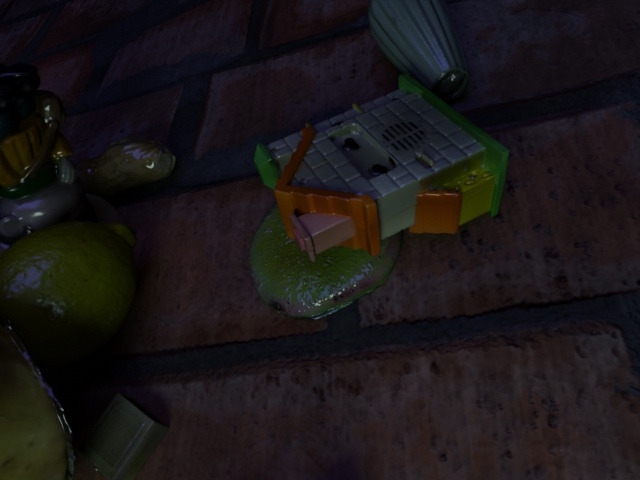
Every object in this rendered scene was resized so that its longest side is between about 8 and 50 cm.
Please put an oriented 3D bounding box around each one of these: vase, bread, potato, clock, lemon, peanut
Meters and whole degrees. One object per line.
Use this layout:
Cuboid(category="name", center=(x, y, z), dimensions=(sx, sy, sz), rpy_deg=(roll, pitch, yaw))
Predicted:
Cuboid(category="vase", center=(0.164, -0.330, 0.781), dimensions=(0.128, 0.128, 0.248), rpy_deg=(-22, 59, 6))
Cuboid(category="bread", center=(0.000, 0.000, 0.665), dimensions=(0.228, 0.033, 0.228), rpy_deg=(-10, 52, 14))
Cuboid(category="potato", center=(-0.436, 0.209, 0.482), dimensions=(0.301, 0.288, 0.237), rpy_deg=(27, 31, 30))
Cuboid(category="clock", center=(0.063, -0.084, 0.622), dimensions=(0.255, 0.106, 0.220), rpy_deg=(-25, 49, -10))
Cuboid(category="lemon", center=(-0.355, 0.069, 0.666), dimensions=(0.184, 0.184, 0.248), rpy_deg=(27, 74, 35))
Cuboid(category="peanut", center=(-0.365, -0.130, 0.878), dimensions=(0.214, 0.099, 0.099), rpy_deg=(-22, 51, 15))

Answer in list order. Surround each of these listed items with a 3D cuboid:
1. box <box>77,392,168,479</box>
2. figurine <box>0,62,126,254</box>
Cuboid(category="box", center=(-0.244, 0.245, 0.589), dimensions=(0.079, 0.035, 0.083), rpy_deg=(21, 67, 33))
Cuboid(category="figurine", center=(-0.460, -0.092, 0.736), dimensions=(0.204, 0.332, 0.185), rpy_deg=(-9, 37, 10))
